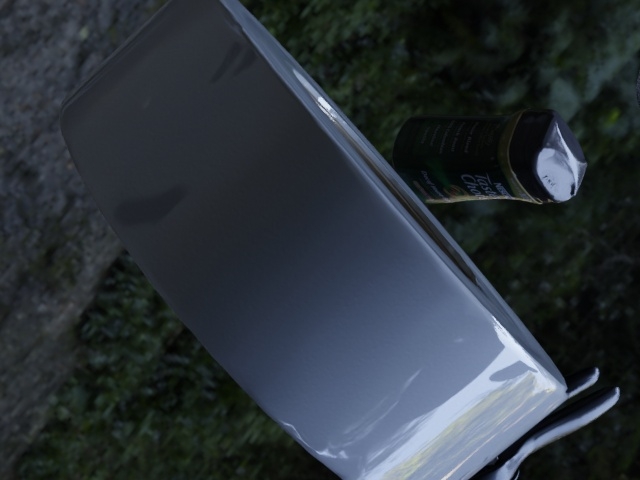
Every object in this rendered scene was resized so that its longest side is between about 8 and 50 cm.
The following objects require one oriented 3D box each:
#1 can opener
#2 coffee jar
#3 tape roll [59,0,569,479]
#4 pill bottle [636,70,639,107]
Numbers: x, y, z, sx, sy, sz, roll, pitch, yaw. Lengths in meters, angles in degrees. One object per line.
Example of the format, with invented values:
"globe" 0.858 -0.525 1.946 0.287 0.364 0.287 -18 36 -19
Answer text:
"can opener" 0.160 0.151 0.911 0.186 0.059 0.073 -31 151 -25
"coffee jar" 0.169 -0.083 1.151 0.184 0.096 0.079 1 -122 43
"tape roll" 0.000 0.000 0.597 0.100 0.286 0.286 -41 -170 6
"pill bottle" 0.335 -0.091 0.869 0.103 0.103 0.184 -50 -133 12
